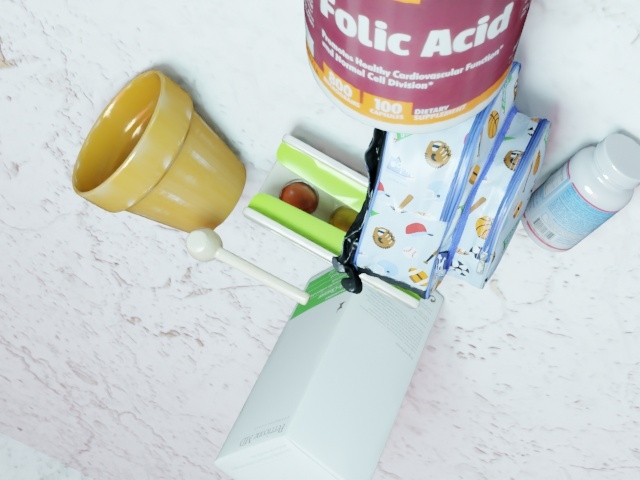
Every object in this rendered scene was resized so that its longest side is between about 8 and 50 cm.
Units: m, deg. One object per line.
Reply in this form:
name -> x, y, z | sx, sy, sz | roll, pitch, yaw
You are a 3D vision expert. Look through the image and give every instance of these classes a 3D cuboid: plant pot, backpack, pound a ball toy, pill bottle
plant pot -> -0.216, -0.106, 1.396 | 0.188, 0.205, 0.205 | 34, 144, -32
backpack -> 0.148, -0.090, 1.140 | 0.213, 0.277, 0.263 | 13, 132, 12
pound a ball toy -> 0.000, 0.000, 1.362 | 0.319, 0.208, 0.136 | 28, 178, 1
pill bottle -> 0.092, -0.281, 0.865 | 0.224, 0.224, 0.392 | 21, 159, 10
pill bottle -> 0.321, -0.058, 1.191 | 0.087, 0.087, 0.160 | 34, 141, -6

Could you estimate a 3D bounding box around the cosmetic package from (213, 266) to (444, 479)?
cosmetic package -> 0.021, 0.201, 1.430 | 0.155, 0.366, 0.197 | 42, 139, -15
